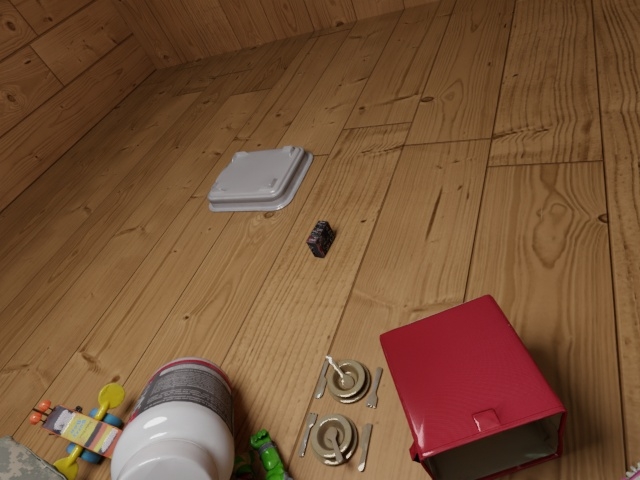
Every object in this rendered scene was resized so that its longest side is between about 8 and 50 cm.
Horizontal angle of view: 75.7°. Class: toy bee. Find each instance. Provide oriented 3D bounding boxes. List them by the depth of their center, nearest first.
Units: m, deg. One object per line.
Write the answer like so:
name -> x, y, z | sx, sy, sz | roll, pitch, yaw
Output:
toy bee -> -0.511, 0.401, 0.854 | 0.299, 0.162, 0.195 | -15, 46, 14

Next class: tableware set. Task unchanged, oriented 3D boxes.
tableware set -> 0.033, 0.304, 0.756 | 0.129, 0.039, 0.194 | -2, 48, 26

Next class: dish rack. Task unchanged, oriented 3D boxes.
dish rack -> -0.214, -0.218, 1.376 | 0.333, 0.072, 0.285 | 0, 50, 29

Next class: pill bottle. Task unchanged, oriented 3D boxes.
pill bottle -> -0.230, 0.324, 0.672 | 0.176, 0.176, 0.318 | -35, 10, -8

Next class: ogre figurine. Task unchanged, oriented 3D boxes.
ogre figurine -> -0.129, 0.424, 0.676 | 0.118, 0.096, 0.197 | 17, 31, 42

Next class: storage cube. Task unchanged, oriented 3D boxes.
storage cube -> 0.219, 0.233, 0.624 | 0.215, 0.183, 0.193 | -22, 42, 7

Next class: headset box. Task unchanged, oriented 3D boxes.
headset box -> 0.000, 0.000, 1.055 | 0.032, 0.062, 0.083 | 8, 54, 34

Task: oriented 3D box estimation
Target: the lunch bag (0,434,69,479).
lunch bag -> -0.563, 0.511, 0.687 | 0.236, 0.168, 0.287 | 26, 45, 16

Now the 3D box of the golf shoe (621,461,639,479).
golf shoe -> 0.356, 0.378, 0.469 | 0.306, 0.115, 0.140 | -34, 46, -5
